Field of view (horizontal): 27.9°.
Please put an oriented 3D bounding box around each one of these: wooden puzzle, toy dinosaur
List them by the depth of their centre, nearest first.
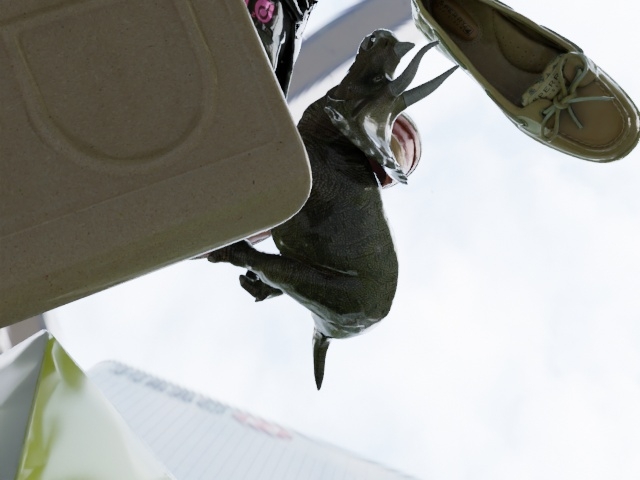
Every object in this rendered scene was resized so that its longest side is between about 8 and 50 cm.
[{"bbox_3d":[-0.211,-0.124,0.765,0.322,0.080,0.348,-21,-92,-16],"label":"wooden puzzle"},{"bbox_3d":[0.000,0.000,0.967,0.160,0.121,0.313,13,-65,28],"label":"toy dinosaur"}]

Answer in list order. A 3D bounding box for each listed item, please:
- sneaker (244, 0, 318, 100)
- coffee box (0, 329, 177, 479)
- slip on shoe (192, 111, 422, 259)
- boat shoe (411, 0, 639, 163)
[{"bbox_3d":[-0.058,-0.223,1.042,0.185,0.202,0.483,11,-73,-14],"label":"sneaker"},{"bbox_3d":[-0.231,0.334,0.871,0.334,0.337,0.338,-31,-66,10],"label":"coffee box"},{"bbox_3d":[-0.051,-0.058,1.394,0.331,0.101,0.123,-18,-78,21],"label":"slip on shoe"},{"bbox_3d":[0.206,-0.177,1.332,0.285,0.089,0.104,35,-82,11],"label":"boat shoe"}]
